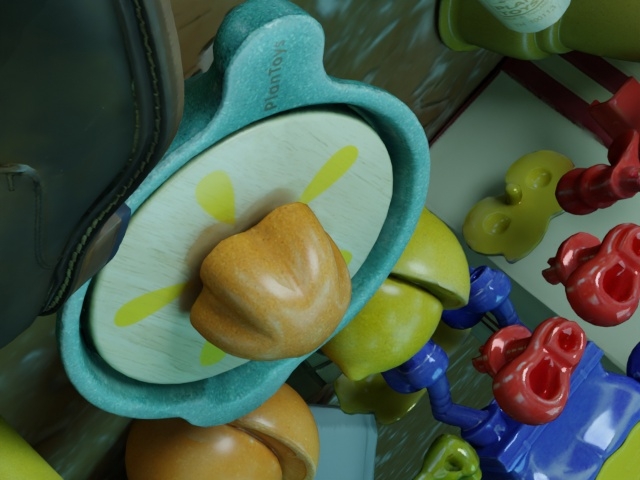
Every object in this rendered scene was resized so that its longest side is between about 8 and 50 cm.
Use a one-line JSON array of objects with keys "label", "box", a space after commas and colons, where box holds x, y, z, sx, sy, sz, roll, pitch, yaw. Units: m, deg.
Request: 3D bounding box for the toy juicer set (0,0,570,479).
[{"label": "toy juicer set", "box": [0.000, 0.000, 0.633, 0.209, 0.089, 0.329, 2, 127, -47]}]

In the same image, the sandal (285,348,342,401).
[{"label": "sandal", "box": [-0.021, 0.005, 0.749, 0.072, 0.049, 0.180, -34, 150, -10]}]

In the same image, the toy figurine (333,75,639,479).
[{"label": "toy figurine", "box": [0.113, 0.121, 0.771, 0.362, 0.217, 0.191, -49, -169, -24]}]

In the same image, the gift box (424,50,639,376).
[{"label": "gift box", "box": [0.201, 0.005, 0.991, 0.255, 0.258, 0.276, -49, 166, -3]}]

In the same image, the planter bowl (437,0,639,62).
[{"label": "planter bowl", "box": [0.154, -0.142, 0.822, 0.217, 0.090, 0.217, -46, 165, -16]}]

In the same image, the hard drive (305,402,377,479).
[{"label": "hard drive", "box": [-0.031, 0.183, 0.991, 0.307, 0.040, 0.203, 21, 73, -75]}]

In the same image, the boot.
[{"label": "boot", "box": [-0.095, -0.013, 0.441, 0.106, 0.082, 0.219, -45, 167, -25]}]
